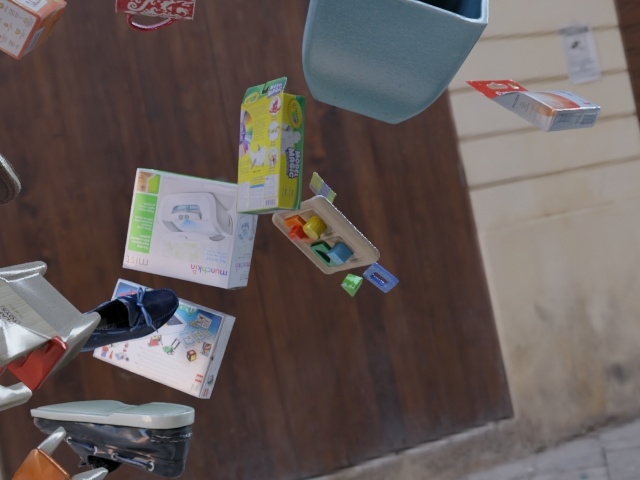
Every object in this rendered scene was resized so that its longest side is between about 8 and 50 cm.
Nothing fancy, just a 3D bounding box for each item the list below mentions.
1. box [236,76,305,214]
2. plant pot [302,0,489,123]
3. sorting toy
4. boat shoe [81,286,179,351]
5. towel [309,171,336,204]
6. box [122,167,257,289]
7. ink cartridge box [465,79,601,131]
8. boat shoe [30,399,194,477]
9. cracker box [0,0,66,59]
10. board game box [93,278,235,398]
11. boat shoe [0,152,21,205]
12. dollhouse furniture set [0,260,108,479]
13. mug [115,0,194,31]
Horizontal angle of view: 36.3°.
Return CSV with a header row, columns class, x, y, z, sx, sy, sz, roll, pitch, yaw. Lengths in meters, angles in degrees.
class,x,y,z,sx,sy,sz,roll,pitch,yaw
box,-0.069,-0.127,1.334,0.043,0.179,0.105,4,-5,-38
plant pot,0.097,-0.328,1.491,0.247,0.247,0.252,16,-45,-5
sorting toy,0.000,0.000,1.945,0.047,0.348,0.196,-53,16,-27
boat shoe,-0.405,0.165,2.050,0.258,0.109,0.089,-28,-17,-33
towel,0.004,-0.121,2.343,0.009,0.083,0.060,-31,-21,-31
box,-0.285,-0.028,2.185,0.262,0.231,0.127,11,3,16
ink cartridge box,0.349,-0.238,1.602,0.145,0.045,0.179,-11,42,-45
boat shoe,-0.323,0.307,1.498,0.340,0.113,0.127,-4,-1,33
cracker box,-0.447,-0.322,1.214,0.232,0.067,0.155,31,16,-12
board game box,-0.360,0.221,2.232,0.305,0.192,0.053,17,-4,24
boat shoe,-0.535,-0.158,1.411,0.095,0.257,0.095,-33,30,26
dollhouse furniture set,-0.315,0.143,0.845,0.259,0.262,0.135,-51,-8,23
mug,-0.366,-0.545,2.195,0.169,0.113,0.150,7,-16,-8
